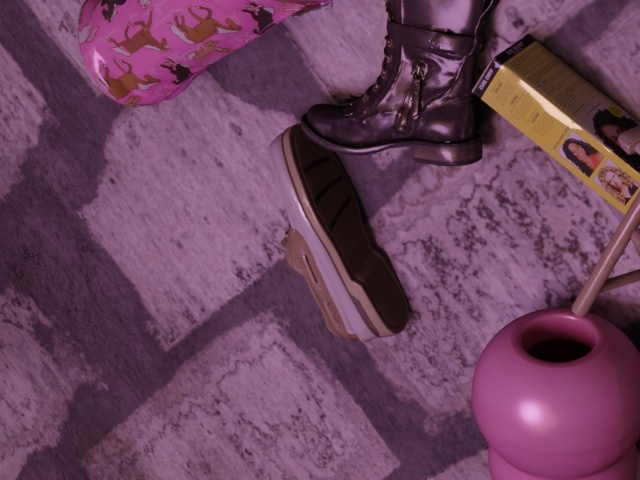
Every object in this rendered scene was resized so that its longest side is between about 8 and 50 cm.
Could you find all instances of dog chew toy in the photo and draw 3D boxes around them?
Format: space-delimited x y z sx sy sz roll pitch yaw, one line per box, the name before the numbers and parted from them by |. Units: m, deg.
dog chew toy | 0.288 0.245 1.693 0.207 0.206 0.331 14 129 30

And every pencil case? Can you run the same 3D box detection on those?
pencil case | -0.138 -0.299 1.737 0.386 0.160 0.167 -23 67 42

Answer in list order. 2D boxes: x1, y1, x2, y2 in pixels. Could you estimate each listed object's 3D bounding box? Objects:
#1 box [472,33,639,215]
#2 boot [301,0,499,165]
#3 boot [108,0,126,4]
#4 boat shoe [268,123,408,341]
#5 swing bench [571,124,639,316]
box | 0.285 -0.126 1.561 0.232 0.087 0.058 40 133 11
boot | 0.093 -0.215 1.669 0.263 0.091 0.229 9 114 28
boot | -0.245 -0.500 1.706 0.284 0.138 0.377 -45 52 24
boat shoe | 0.000 0.000 1.824 0.103 0.113 0.302 -18 103 36
swing bench | 0.412 0.038 1.420 0.253 0.165 0.254 53 148 39
